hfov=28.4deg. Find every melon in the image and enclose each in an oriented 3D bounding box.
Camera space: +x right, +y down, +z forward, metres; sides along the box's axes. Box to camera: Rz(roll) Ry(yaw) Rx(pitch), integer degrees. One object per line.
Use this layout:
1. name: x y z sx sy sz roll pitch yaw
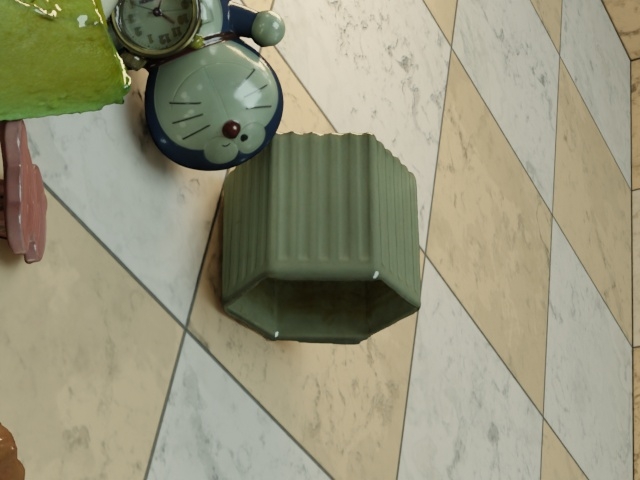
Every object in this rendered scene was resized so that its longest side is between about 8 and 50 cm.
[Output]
1. melon: -0.299 -0.292 1.031 0.331 0.226 0.344 -3 65 -43

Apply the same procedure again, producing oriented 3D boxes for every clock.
1. clock: -0.131 -0.199 1.411 0.146 0.199 0.243 -115 -172 -83

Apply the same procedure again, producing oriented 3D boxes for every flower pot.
1. flower pot: 0.000 0.000 1.504 0.209 0.239 0.190 14 63 -28

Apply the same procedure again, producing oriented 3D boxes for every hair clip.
1. hair clip: -0.271 -0.036 1.143 0.138 0.102 0.123 23 61 -57

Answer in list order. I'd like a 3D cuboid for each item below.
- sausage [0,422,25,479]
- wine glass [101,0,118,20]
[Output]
1. sausage: -0.331 0.197 0.942 0.289 0.086 0.086 -15 91 -61
2. wine glass: -0.255 -0.259 1.264 0.111 0.111 0.204 55 30 -34
